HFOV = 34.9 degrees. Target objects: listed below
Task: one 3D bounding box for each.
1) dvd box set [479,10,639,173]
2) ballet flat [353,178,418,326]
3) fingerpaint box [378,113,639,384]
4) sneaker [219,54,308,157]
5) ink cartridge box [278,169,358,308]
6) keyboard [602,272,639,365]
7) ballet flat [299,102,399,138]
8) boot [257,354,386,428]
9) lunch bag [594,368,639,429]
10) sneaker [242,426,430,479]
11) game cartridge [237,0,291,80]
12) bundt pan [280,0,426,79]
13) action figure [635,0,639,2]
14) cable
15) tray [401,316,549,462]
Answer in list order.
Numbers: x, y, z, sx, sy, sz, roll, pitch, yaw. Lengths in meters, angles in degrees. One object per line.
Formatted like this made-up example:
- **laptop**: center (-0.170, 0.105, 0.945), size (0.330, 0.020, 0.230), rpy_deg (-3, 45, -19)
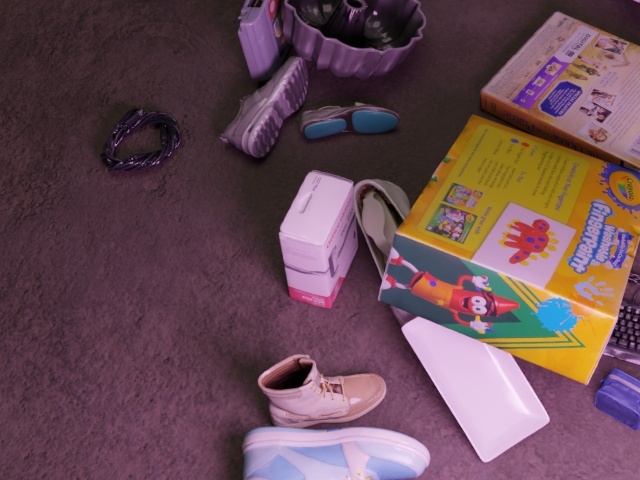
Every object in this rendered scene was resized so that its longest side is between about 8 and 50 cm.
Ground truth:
- **dvd box set**: center (0.593, -0.300, 2.130), size (0.420, 0.062, 0.307), rpy_deg (30, 63, 25)
- **ballet flat**: center (0.151, 0.046, 1.872), size (0.139, 0.139, 0.400), rpy_deg (-19, 59, -7)
- **fingerpaint box**: center (0.356, -0.002, 1.779), size (0.371, 0.163, 0.445), rpy_deg (21, 39, 12)
- **sneaker**: center (-0.119, -0.305, 2.193), size (0.115, 0.105, 0.281), rpy_deg (16, 54, 25)
- **ink cartridge box**: center (0.000, 0.000, 1.888), size (0.092, 0.218, 0.158), rpy_deg (15, 58, 17)
- **keyboard**: center (0.563, 0.128, 1.846), size (0.317, 0.033, 0.201), rpy_deg (16, 58, 16)
- **ballet flat**: center (0.060, -0.265, 2.163), size (0.213, 0.072, 0.068), rpy_deg (-7, 48, 2)
- **boot**: center (0.005, 0.249, 1.741), size (0.213, 0.165, 0.077), rpy_deg (-14, 55, -2)
- **lunch bag**: center (0.517, 0.265, 1.730), size (0.098, 0.067, 0.065), rpy_deg (31, 63, 27)
- **sneaker**: center (0.016, 0.416, 1.650), size (0.319, 0.127, 0.208), rpy_deg (-3, 52, 16)
- **game cartridge**: center (-0.105, -0.509, 2.279), size (0.060, 0.196, 0.294), rpy_deg (9, 56, 13)
- **bundt pan**: center (0.060, -0.476, 2.240), size (0.330, 0.124, 0.331), rpy_deg (10, 48, -11)
- **action figure**: center (0.758, -0.510, 2.163), size (0.275, 0.248, 0.370), rpy_deg (-24, 69, 18)
- **cable**: center (-0.389, -0.207, 2.197), size (0.150, 0.047, 0.184), rpy_deg (25, 58, 17)
- **tray**: center (0.264, 0.231, 1.753), size (0.145, 0.030, 0.270), rpy_deg (-29, 81, -14)
